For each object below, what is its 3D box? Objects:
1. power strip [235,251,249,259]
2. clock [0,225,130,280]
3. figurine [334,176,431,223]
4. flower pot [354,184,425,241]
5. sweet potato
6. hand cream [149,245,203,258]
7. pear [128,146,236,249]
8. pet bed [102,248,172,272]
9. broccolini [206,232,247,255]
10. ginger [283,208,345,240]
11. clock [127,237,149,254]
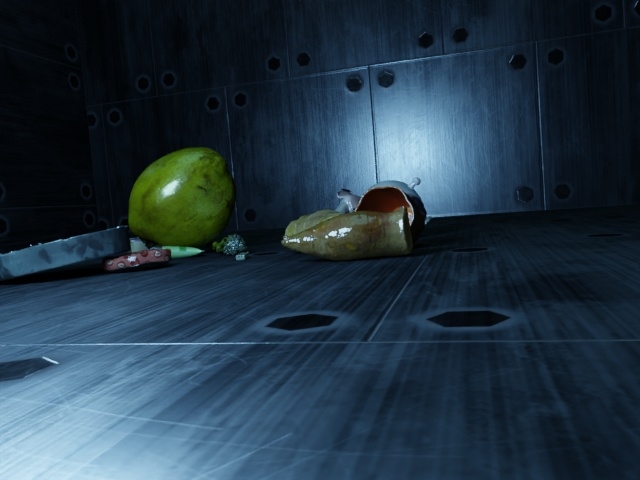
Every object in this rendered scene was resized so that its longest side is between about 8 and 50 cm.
[{"bbox_3d":[-0.234,0.047,1.669,0.027,0.017,0.083,-3,4,6],"label":"power strip"},{"bbox_3d":[-0.742,0.037,1.591,0.386,0.076,0.386,-14,4,1],"label":"clock"},{"bbox_3d":[0.208,-0.111,2.041,0.253,0.210,0.361,-8,4,-44],"label":"figurine"},{"bbox_3d":[0.218,-0.060,1.634,0.191,0.190,0.173,-2,-6,31],"label":"flower pot"},{"bbox_3d":[0.066,-0.009,1.390,0.337,0.131,0.131,-5,4,2],"label":"sweet potato"},{"bbox_3d":[-0.489,0.039,1.874,0.175,0.045,0.095,-4,-2,-21],"label":"hand cream"},{"bbox_3d":[-0.491,-0.142,1.973,0.413,0.352,0.352,-44,10,-6],"label":"pear"},{"bbox_3d":[-0.535,0.058,1.605,0.201,0.053,0.201,-11,3,1],"label":"pet bed"},{"bbox_3d":[-0.338,0.019,1.966,0.079,0.074,0.392,-49,16,-13],"label":"broccolini"},{"bbox_3d":[0.017,-0.024,1.626,0.190,0.126,0.354,-21,14,-23],"label":"ginger"},{"bbox_3d":[-0.665,0.022,2.131,0.147,0.071,0.192,-6,4,-25],"label":"clock"}]
